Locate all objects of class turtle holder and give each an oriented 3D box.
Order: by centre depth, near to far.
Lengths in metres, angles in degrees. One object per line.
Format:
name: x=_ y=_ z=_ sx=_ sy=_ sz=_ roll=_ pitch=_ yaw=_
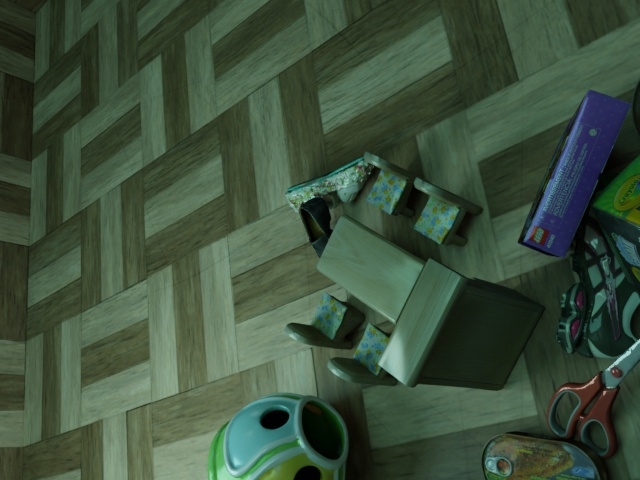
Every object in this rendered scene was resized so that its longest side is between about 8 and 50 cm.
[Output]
turtle holder: x=-0.076 y=0.405 z=1.221 sx=0.243 sy=0.320 sz=0.227 roll=47 pitch=116 yaw=2

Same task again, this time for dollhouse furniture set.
dollhouse furniture set: x=0.118 y=0.074 z=1.160 sx=0.394 sy=0.256 sz=0.362 roll=33 pitch=101 yaw=43

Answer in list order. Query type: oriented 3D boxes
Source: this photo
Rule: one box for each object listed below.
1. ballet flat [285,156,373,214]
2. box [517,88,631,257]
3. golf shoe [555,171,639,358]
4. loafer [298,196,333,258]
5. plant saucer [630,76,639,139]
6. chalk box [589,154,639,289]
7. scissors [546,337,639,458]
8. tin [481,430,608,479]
ballet flat: x=0.029 y=-0.107 z=1.430 sx=0.241 sy=0.091 sz=0.077 roll=-19 pitch=96 yaw=43
box: x=0.342 y=-0.079 z=0.979 sx=0.057 sy=0.293 sz=0.201 roll=23 pitch=95 yaw=13
golf shoe: x=0.420 y=0.037 z=1.018 sx=0.120 sy=0.105 sz=0.273 roll=8 pitch=84 yaw=22
loafer: x=0.000 y=0.000 z=1.395 sx=0.062 sy=0.061 sz=0.170 roll=-25 pitch=88 yaw=38
plant saucer: x=0.546 y=-0.198 z=0.988 sx=0.198 sy=0.036 sz=0.199 roll=-14 pitch=68 yaw=40
chalk box: x=0.470 y=-0.023 z=0.845 sx=0.179 sy=0.180 sz=0.289 roll=-43 pitch=34 yaw=-3
scissors: x=0.385 y=0.182 z=0.949 sx=0.109 sy=0.021 sz=0.297 roll=38 pitch=136 yaw=37
tin: x=0.327 y=0.342 z=1.031 sx=0.189 sy=0.040 sz=0.106 roll=-4 pitch=83 yaw=45
